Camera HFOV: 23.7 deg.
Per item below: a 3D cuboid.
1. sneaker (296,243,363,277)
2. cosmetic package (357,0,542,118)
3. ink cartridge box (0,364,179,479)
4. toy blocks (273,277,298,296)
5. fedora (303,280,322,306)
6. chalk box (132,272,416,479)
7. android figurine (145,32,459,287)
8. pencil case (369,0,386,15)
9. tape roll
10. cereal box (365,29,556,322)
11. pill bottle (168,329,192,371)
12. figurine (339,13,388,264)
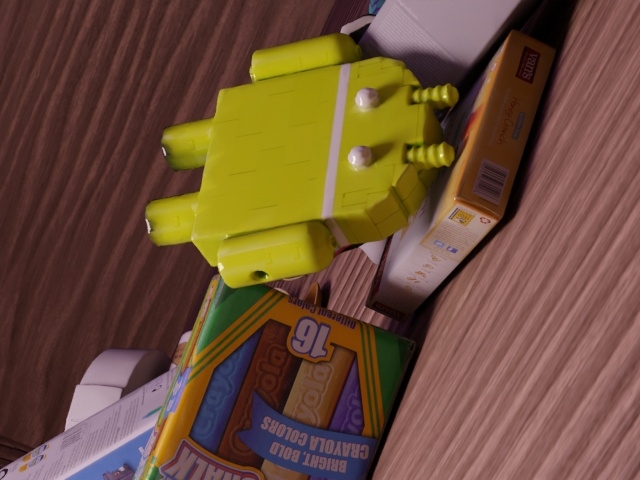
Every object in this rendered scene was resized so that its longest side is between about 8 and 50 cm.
[{"bbox_3d":[0.000,0.000,1.370,0.065,0.157,0.061,65,-175,-78],"label":"sneaker"},{"bbox_3d":[0.131,-0.213,1.287,0.127,0.107,0.238,-42,-4,-35],"label":"cosmetic package"},{"bbox_3d":[-0.261,0.303,1.780,0.395,0.151,0.270,-29,8,-1],"label":"ink cartridge box"},{"bbox_3d":[-0.063,0.067,2.204,0.148,0.054,0.123,150,141,-79],"label":"toy blocks"},{"bbox_3d":[-0.063,0.132,1.913,0.194,0.079,0.194,-158,90,-83],"label":"fedora"},{"bbox_3d":[-0.062,0.191,1.339,0.180,0.179,0.289,158,134,-80],"label":"chalk box"},{"bbox_3d":[-0.014,-0.070,1.265,0.056,0.272,0.248,55,-145,-45],"label":"android figurine"},{"bbox_3d":[0.093,-0.288,2.095,0.070,0.064,0.152,-44,18,30],"label":"pencil case"},{"bbox_3d":[-0.269,0.342,2.138,0.392,0.072,0.392,2,-90,-78],"label":"tape roll"},{"bbox_3d":[0.114,-0.048,1.295,0.240,0.047,0.173,126,166,-61],"label":"cereal box"},{"bbox_3d":[-0.167,0.250,2.099,0.131,0.131,0.229,129,162,-65],"label":"pill bottle"},{"bbox_3d":[0.062,-0.090,1.528,0.209,0.092,0.215,52,-130,-73],"label":"figurine"}]
